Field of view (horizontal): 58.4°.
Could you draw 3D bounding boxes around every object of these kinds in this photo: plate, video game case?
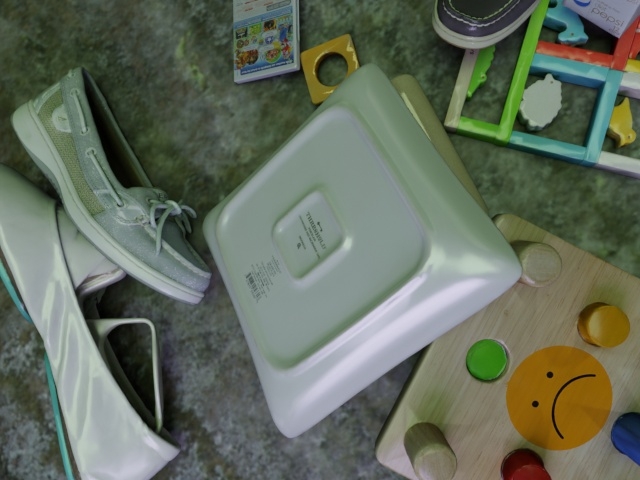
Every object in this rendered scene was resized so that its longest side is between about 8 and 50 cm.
[{"bbox_3d":[0.000,0.000,0.547,0.278,0.045,0.277,-41,57,22],"label":"plate"},{"bbox_3d":[-0.063,-0.249,0.659,0.087,0.011,0.122,-3,86,29],"label":"video game case"}]

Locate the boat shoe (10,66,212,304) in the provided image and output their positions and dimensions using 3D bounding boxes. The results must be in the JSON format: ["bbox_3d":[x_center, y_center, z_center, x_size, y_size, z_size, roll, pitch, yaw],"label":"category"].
[{"bbox_3d":[-0.222,-0.064,0.641,0.103,0.118,0.320,-43,71,3],"label":"boat shoe"}]

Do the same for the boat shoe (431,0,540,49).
[{"bbox_3d":[0.203,-0.312,0.554,0.102,0.092,0.285,36,79,17],"label":"boat shoe"}]

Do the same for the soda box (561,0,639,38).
[{"bbox_3d":[0.331,-0.303,0.543,0.069,0.074,0.216,39,82,16],"label":"soda box"}]

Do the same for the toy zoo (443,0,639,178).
[{"bbox_3d":[0.295,-0.170,0.587,0.293,0.030,0.193,16,90,12],"label":"toy zoo"}]

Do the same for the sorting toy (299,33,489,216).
[{"bbox_3d":[0.050,-0.057,0.609,0.195,0.047,0.348,-29,81,17],"label":"sorting toy"}]

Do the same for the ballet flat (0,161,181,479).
[{"bbox_3d":[-0.261,0.085,0.645,0.139,0.139,0.401,-21,87,9],"label":"ballet flat"}]

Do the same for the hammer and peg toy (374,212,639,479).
[{"bbox_3d":[0.195,0.190,0.520,0.265,0.127,0.362,26,92,-1],"label":"hammer and peg toy"}]
